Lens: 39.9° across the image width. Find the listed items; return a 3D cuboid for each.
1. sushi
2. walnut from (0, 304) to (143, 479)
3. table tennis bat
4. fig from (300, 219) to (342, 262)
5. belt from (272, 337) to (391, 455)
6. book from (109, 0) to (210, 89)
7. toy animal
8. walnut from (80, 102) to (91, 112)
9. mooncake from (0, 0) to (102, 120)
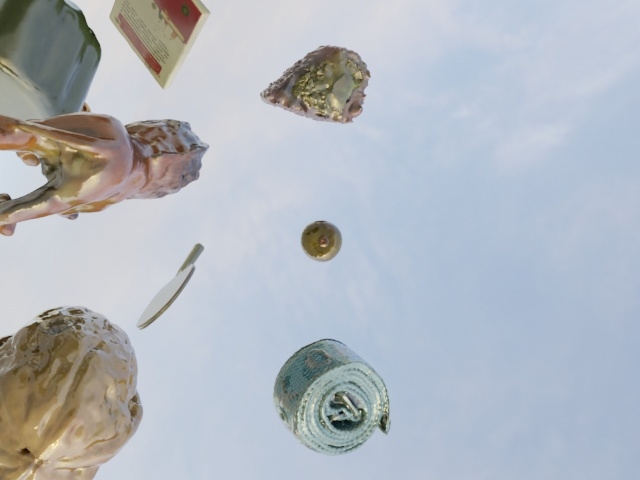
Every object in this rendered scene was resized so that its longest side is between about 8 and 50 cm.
[{"bbox_3d":[-0.003,-0.338,1.856,0.107,0.241,0.161,18,-84,61],"label":"sushi"},{"bbox_3d":[-0.303,0.180,1.019,0.198,0.198,0.245,-49,-169,18],"label":"walnut"},{"bbox_3d":[-0.277,0.082,1.688,0.138,0.022,0.246,-35,-162,34],"label":"table tennis bat"},{"bbox_3d":[0.000,0.000,1.527,0.074,0.074,0.088,-65,-175,0],"label":"fig"},{"bbox_3d":[0.012,0.208,1.167,0.082,0.147,0.163,39,-35,49],"label":"belt"},{"bbox_3d":[-0.264,-0.362,1.417,0.162,0.022,0.232,53,-32,3],"label":"book"},{"bbox_3d":[-0.190,-0.070,0.748,0.157,0.312,0.097,-14,-88,5],"label":"toy animal"},{"bbox_3d":[-0.466,-0.217,1.587,0.052,0.091,0.121,43,-60,26],"label":"walnut"},{"bbox_3d":[-0.495,-0.293,1.299,0.351,0.351,0.187,-7,-124,46],"label":"mooncake"}]
